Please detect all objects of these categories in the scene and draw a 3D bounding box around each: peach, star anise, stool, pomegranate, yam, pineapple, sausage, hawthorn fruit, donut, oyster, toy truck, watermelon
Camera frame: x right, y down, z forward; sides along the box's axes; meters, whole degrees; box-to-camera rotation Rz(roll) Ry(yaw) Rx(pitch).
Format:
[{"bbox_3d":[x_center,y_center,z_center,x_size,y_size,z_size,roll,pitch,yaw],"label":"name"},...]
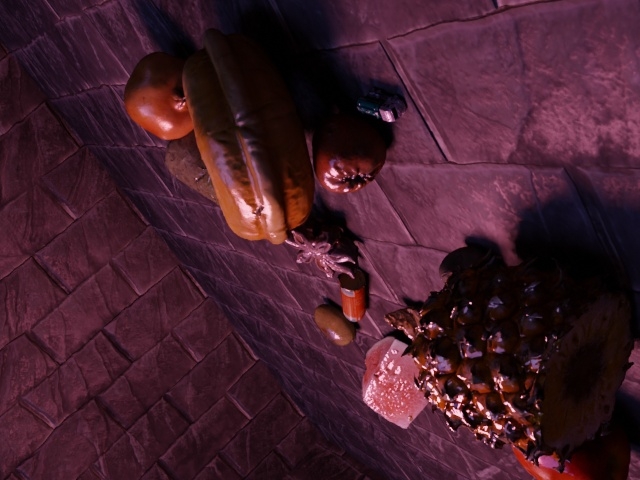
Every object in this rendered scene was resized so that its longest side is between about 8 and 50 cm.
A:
[{"bbox_3d":[0.509,0.416,1.446,0.243,0.199,0.243,36,171,7],"label":"peach"},{"bbox_3d":[-0.001,-0.001,1.803,0.236,0.108,0.223,23,163,12],"label":"star anise"},{"bbox_3d":[0.291,0.072,1.370,0.096,0.096,0.110,16,148,55],"label":"stool"},{"bbox_3d":[-0.375,-0.351,1.715,0.209,0.209,0.209,39,159,18],"label":"pomegranate"},{"bbox_3d":[-0.254,-0.193,1.813,0.300,0.195,0.195,32,156,32],"label":"yam"},{"bbox_3d":[0.323,0.182,1.176,0.300,0.352,0.352,15,145,41],"label":"pineapple"},{"bbox_3d":[0.092,0.163,1.977,0.083,0.083,0.264,38,161,21],"label":"sausage"},{"bbox_3d":[0.051,-0.184,1.329,0.149,0.149,0.188,142,124,-70],"label":"hawthorn fruit"},{"bbox_3d":[-0.143,-0.201,1.403,0.449,0.198,0.448,161,90,-84],"label":"donut"},{"bbox_3d":[0.286,0.255,1.767,0.223,0.083,0.214,1,135,55],"label":"oyster"},{"bbox_3d":[0.105,-0.232,1.219,0.083,0.044,0.039,28,157,41],"label":"toy truck"},{"bbox_3d":[0.214,0.395,2.002,0.213,0.201,0.261,36,156,4],"label":"watermelon"}]

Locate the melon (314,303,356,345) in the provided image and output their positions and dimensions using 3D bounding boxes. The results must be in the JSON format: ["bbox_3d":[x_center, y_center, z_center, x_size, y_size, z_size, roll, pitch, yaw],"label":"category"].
[{"bbox_3d":[0.044,0.267,2.247,0.162,0.099,0.099,42,160,20],"label":"melon"}]
